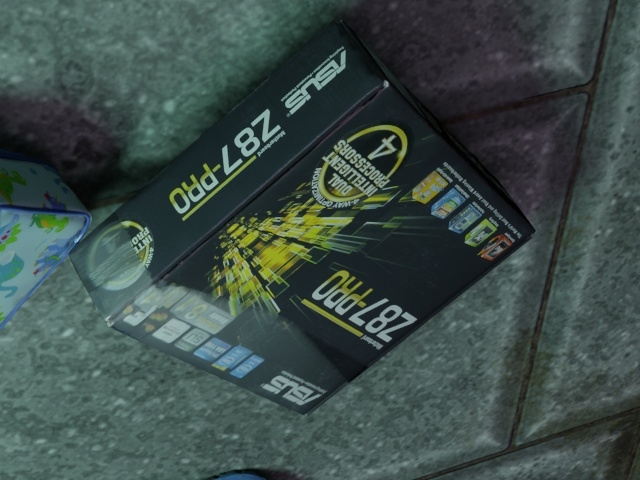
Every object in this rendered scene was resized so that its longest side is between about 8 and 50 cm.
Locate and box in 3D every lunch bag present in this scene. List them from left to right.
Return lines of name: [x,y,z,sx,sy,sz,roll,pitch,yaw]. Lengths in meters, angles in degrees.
lunch bag: [-0.309,0.021,1.238,0.219,0.090,0.176,-46,159,19]

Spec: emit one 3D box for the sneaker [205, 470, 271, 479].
sneaker: [-0.134,0.327,1.679,0.221,0.087,0.083,-7,136,-31]

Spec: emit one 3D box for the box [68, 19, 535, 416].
box: [0.000,0.000,1.384,0.318,0.097,0.395,-38,149,9]
